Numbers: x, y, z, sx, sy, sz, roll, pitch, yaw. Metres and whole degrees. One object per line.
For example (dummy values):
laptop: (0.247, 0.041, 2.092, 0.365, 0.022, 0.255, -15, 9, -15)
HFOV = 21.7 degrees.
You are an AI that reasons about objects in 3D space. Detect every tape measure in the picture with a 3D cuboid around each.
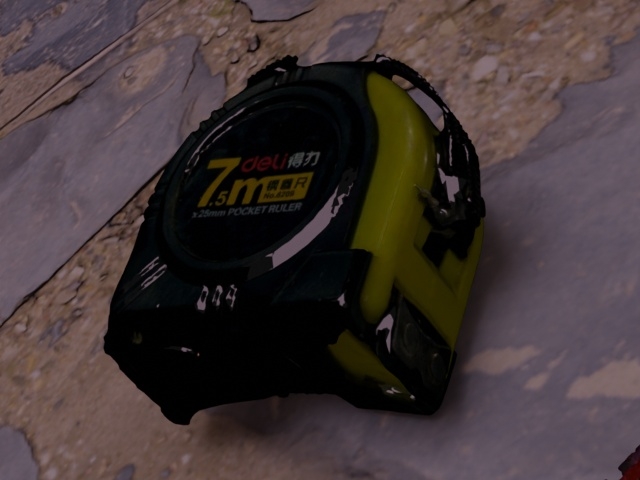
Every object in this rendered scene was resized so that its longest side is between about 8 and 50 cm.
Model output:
tape measure: (0.000, 0.000, 0.850, 0.199, 0.112, 0.186, -4, 55, 34)

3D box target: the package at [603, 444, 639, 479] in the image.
package: (0.205, 0.080, 0.600, 0.269, 0.071, 0.194, -34, 49, 4)
